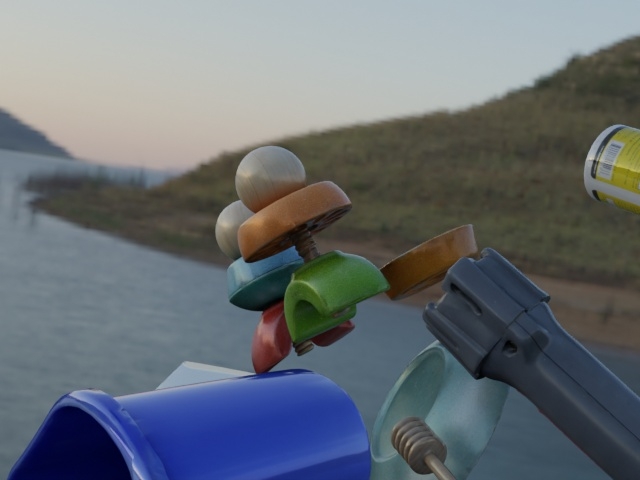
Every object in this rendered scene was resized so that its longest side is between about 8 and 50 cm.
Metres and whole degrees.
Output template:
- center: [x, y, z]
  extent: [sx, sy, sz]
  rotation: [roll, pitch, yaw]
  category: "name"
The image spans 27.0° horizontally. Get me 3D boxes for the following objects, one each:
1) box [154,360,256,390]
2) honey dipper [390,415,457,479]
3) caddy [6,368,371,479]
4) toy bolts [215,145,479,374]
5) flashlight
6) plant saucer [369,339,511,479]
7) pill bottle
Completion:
- center: [-0.112, 0.326, 1.419]
  extent: [0.168, 0.345, 0.215]
  rotation: [10, 5, 3]
  category: "box"
- center: [0.092, 0.167, 0.904]
  extent: [0.030, 0.030, 0.160]
  rotation: [8, 16, -24]
  category: "honey dipper"
- center: [-0.087, 0.209, 0.710]
  extent: [0.179, 0.241, 0.341]
  rotation: [-8, -22, -28]
  category: "caddy"
- center: [0.000, 0.000, 1.196]
  extent: [0.218, 0.158, 0.228]
  rotation: [-21, -11, -33]
  category: "toy bolts"
- center: [0.204, 0.136, 0.934]
  extent: [0.304, 0.103, 0.103]
  rotation: [43, 32, 20]
  category: "flashlight"
- center: [0.085, 0.140, 1.078]
  extent: [0.037, 0.195, 0.195]
  rotation: [31, -3, -13]
  category: "plant saucer"
- center: [0.268, -0.045, 1.033]
  extent: [0.065, 0.065, 0.116]
  rotation: [6, 14, -47]
  category: "pill bottle"
